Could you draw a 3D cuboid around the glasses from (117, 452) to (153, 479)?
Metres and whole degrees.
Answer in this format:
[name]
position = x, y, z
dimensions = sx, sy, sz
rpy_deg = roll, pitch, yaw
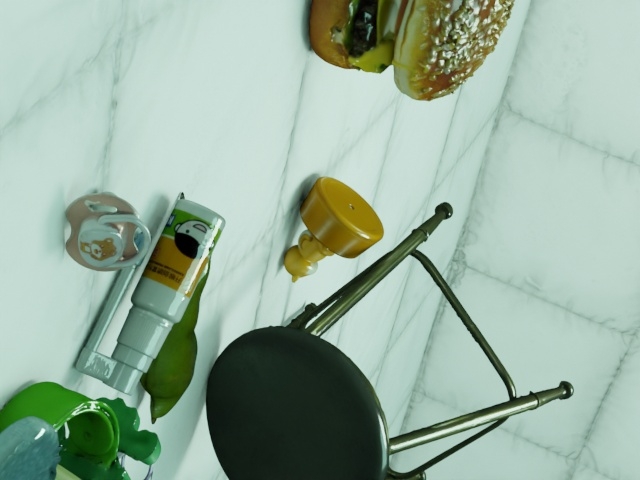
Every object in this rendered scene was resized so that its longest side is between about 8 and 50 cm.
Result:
[glasses]
position = -0.270, 0.303, 1.607
dimensions = 0.104, 0.062, 0.140
rpy_deg = 10, 104, -53

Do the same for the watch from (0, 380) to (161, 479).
[watch]
position = -0.262, 0.204, 1.333
dimensions = 0.165, 0.131, 0.152
rpy_deg = -56, 145, -24

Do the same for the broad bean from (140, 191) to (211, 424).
[broad bean]
position = -0.169, 0.101, 1.567
dimensions = 0.075, 0.067, 0.325
rpy_deg = -84, -171, -55

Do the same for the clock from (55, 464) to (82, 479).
[clock]
position = -0.239, 0.325, 1.163
dimensions = 0.235, 0.308, 0.096
rpy_deg = -64, 165, -9

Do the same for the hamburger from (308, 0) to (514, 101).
[hamburger]
position = 0.132, -0.325, 1.705
dimensions = 0.291, 0.225, 0.291
rpy_deg = -56, 162, -29

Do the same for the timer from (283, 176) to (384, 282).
[timer]
position = 0.000, 0.000, 1.998
dimensions = 0.152, 0.132, 0.132
rpy_deg = -47, 174, 22

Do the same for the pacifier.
[pacifier]
position = -0.203, -0.016, 1.270
dimensions = 0.078, 0.082, 0.099
rpy_deg = -94, -168, -49

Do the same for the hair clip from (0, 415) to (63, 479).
[hair clip]
position = -0.334, 0.268, 0.862
dimensions = 0.392, 0.238, 0.318
rpy_deg = -64, 167, -13

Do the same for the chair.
[chair]
position = 0.069, 0.223, 1.978
dimensions = 0.365, 0.362, 0.410
rpy_deg = -38, 171, 36

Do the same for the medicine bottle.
[medicine bottle]
position = -0.187, 0.057, 1.442
dimensions = 0.092, 0.061, 0.220
rpy_deg = 30, 80, -34
